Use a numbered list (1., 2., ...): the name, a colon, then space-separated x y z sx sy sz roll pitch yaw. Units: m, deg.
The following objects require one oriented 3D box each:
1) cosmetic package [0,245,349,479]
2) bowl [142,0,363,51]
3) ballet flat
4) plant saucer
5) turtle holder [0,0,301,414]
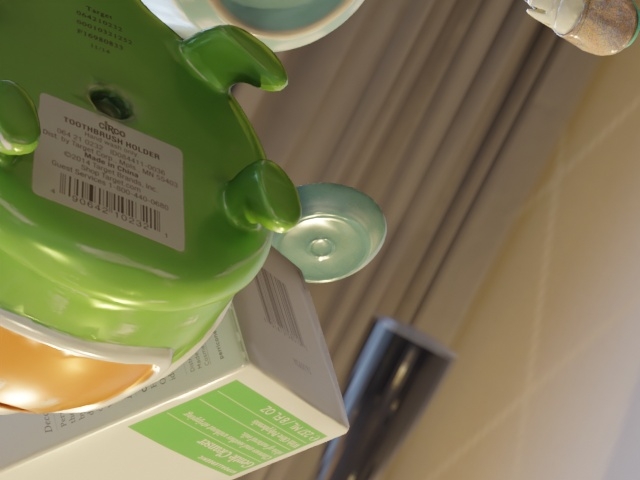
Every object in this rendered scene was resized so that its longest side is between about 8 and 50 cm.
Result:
1. cosmetic package: -0.191 0.121 1.111 0.197 0.366 0.155 40 -152 -59
2. bowl: -0.058 -0.306 1.429 0.312 0.311 0.163 25 -162 -32
3. ballet flat: 0.313 -0.334 2.010 0.106 0.107 0.316 6 -156 -23
4. plant saucer: 0.000 0.000 1.312 0.119 0.119 0.021 25 -143 -27
5. turtle holder: -0.174 -0.045 0.874 0.243 0.227 0.320 -2 -131 -47
